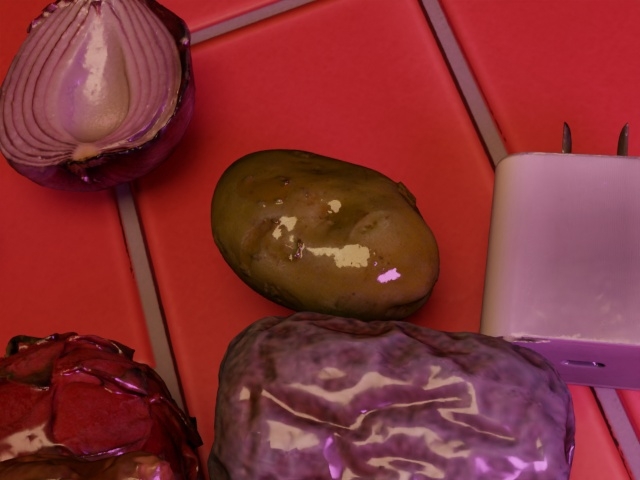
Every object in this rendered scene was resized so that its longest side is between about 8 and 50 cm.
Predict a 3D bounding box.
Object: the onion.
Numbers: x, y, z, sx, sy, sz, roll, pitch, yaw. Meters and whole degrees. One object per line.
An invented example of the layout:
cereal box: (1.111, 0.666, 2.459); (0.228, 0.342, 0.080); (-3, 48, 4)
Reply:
onion: (-0.235, -0.181, 1.168); (0.227, 0.120, 0.283); (-3, 67, 12)

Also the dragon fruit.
dragon fruit: (-0.223, 0.201, 0.909); (0.299, 0.244, 0.244); (23, 70, 33)

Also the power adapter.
power adapter: (0.251, 0.002, 0.978); (0.187, 0.124, 0.255); (4, 64, 12)

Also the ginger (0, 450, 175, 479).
ginger: (-0.194, 0.298, 0.740); (0.274, 0.152, 0.357); (12, 104, -6)

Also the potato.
potato: (0.000, 0.000, 1.003); (0.186, 0.148, 0.253); (-18, 33, -34)

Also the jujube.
jujube: (0.058, 0.173, 0.881); (0.317, 0.226, 0.226); (7, 66, 8)
